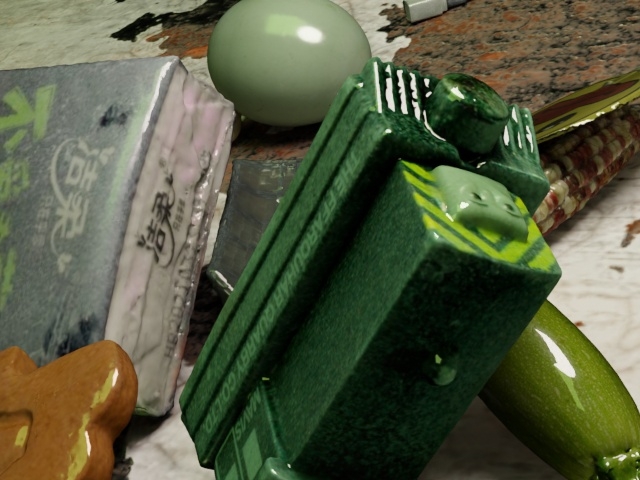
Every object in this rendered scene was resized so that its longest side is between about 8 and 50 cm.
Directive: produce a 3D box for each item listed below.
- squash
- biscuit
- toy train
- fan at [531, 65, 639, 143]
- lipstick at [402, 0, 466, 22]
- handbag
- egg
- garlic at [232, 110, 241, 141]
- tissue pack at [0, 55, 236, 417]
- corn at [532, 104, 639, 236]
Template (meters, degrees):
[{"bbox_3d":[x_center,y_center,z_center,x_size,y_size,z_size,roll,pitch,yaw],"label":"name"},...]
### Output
[{"bbox_3d":[0.130,0.074,0.743,0.087,0.087,0.331,-29,46,-12],"label":"squash"},{"bbox_3d":[-0.266,0.184,0.774,0.306,0.043,0.283,8,66,37],"label":"biscuit"},{"bbox_3d":[0.030,0.062,0.663,0.139,0.330,0.178,15,33,-24],"label":"toy train"},{"bbox_3d":[0.236,-0.124,0.978,0.335,0.011,0.229,-29,7,-13],"label":"fan"},{"bbox_3d":[0.157,-0.297,1.350,0.107,0.025,0.025,-16,34,-3],"label":"lipstick"},{"bbox_3d":[0.000,0.000,0.960,0.175,0.088,0.270,-6,35,10],"label":"handbag"},{"bbox_3d":[-0.035,-0.199,1.196,0.192,0.149,0.149,6,41,34],"label":"egg"},{"bbox_3d":[-0.116,-0.132,1.232,0.041,0.053,0.083,-3,19,26],"label":"garlic"},{"bbox_3d":[-0.285,-0.006,0.971,0.394,0.124,0.287,0,73,31],"label":"tissue pack"},{"bbox_3d":[0.182,-0.044,0.922,0.237,0.079,0.079,-33,34,-26],"label":"corn"}]
